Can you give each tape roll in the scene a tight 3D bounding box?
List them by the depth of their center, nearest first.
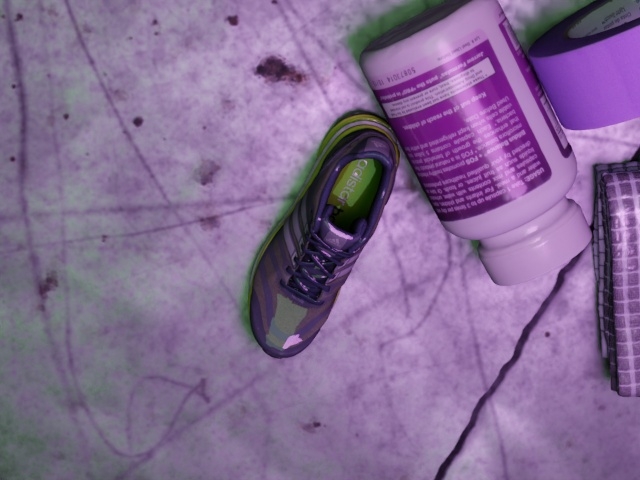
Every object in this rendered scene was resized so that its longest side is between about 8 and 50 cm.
[{"bbox_3d":[0.360,-0.218,1.581,0.274,0.275,0.090,-28,103,4],"label":"tape roll"}]

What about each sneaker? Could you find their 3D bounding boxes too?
[{"bbox_3d":[0.000,0.000,1.695,0.111,0.121,0.300,22,101,-6],"label":"sneaker"}]

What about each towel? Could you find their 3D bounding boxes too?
[{"bbox_3d":[0.438,0.045,1.722,0.235,0.121,0.284,-7,103,0],"label":"towel"}]

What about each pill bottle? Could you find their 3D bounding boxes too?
[{"bbox_3d":[0.179,-0.108,1.653,0.169,0.169,0.301,-27,102,4],"label":"pill bottle"}]
